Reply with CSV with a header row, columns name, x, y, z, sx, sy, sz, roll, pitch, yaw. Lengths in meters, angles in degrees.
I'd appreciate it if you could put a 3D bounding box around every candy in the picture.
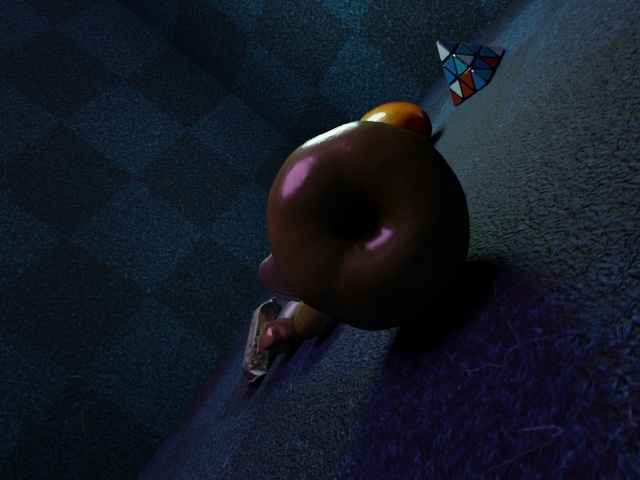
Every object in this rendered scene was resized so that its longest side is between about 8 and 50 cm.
name,x,y,z,sx,sy,sz,roll,pitch,yaw
candy,-0.132,0.305,1.802,0.174,0.071,0.138,-56,8,-18

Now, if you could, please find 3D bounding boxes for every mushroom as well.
name,x,y,z,sx,sy,sz,roll,pitch,yaw
mushroom,-0.126,0.310,1.528,0.148,0.147,0.112,138,129,-60

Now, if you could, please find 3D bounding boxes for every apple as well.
name,x,y,z,sx,sy,sz,roll,pitch,yaw
apple,0.085,-0.023,0.819,0.357,0.357,0.357,-51,6,7

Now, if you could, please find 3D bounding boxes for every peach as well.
name,x,y,z,sx,sy,sz,roll,pitch,yaw
peach,0.307,-0.442,1.963,0.308,0.288,0.289,-55,2,43

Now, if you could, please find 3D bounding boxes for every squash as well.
name,x,y,z,sx,sy,sz,roll,pitch,yaw
squash,-0.007,0.192,1.307,0.187,0.123,0.123,-51,6,4

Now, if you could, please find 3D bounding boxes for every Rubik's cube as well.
name,x,y,z,sx,sy,sz,roll,pitch,yaw
Rubik's cube,0.586,-0.608,1.866,0.234,0.284,0.250,105,161,-52

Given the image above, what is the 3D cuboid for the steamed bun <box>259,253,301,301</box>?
name,x,y,z,sx,sy,sz,roll,pitch,yaw
steamed bun,-0.002,0.058,1.560,0.383,0.236,0.247,-43,-1,21

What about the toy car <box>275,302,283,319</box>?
name,x,y,z,sx,sy,sz,roll,pitch,yaw
toy car,-0.197,0.351,1.913,0.191,0.097,0.100,-55,2,-35

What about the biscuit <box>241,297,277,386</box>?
name,x,y,z,sx,sy,sz,roll,pitch,yaw
biscuit,-0.226,0.373,1.734,0.186,0.079,0.309,132,148,-61
